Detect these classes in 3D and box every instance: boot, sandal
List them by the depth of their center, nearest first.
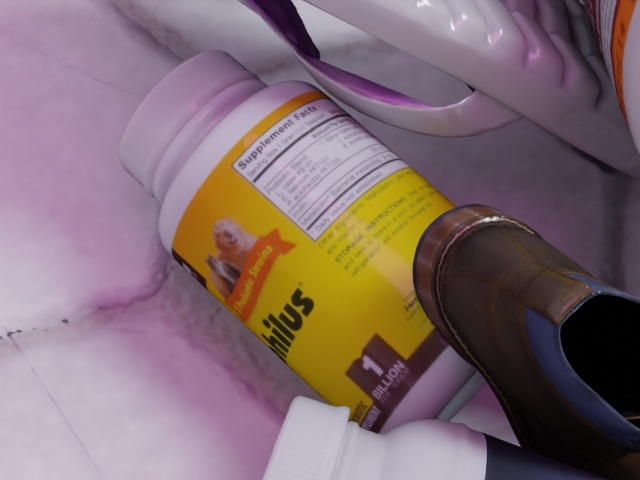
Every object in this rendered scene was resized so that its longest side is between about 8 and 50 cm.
[{"bbox_3d":[0.133,0.077,0.567,0.219,0.106,0.082,42,86,-22],"label":"boot"},{"bbox_3d":[0.035,-0.115,0.695,0.416,0.102,0.169,26,30,-24],"label":"sandal"}]

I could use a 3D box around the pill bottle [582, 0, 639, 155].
[{"bbox_3d":[0.236,-0.187,0.693,0.224,0.224,0.392,6,38,-6],"label":"pill bottle"}]

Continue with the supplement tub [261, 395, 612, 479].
[{"bbox_3d":[0.089,0.188,0.545,0.272,0.191,0.191,20,61,2],"label":"supplement tub"}]

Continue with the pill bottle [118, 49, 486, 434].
[{"bbox_3d":[0.000,0.000,0.675,0.215,0.117,0.117,42,64,14],"label":"pill bottle"}]
